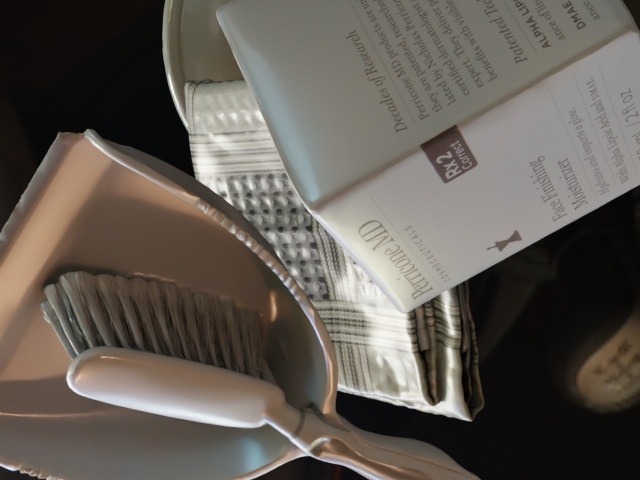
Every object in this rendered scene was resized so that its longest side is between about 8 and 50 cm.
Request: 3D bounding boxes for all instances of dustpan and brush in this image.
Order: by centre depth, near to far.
[{"bbox_3d":[-0.027,0.057,0.499,0.211,0.060,0.147,18,123,-30],"label":"dustpan and brush"}]

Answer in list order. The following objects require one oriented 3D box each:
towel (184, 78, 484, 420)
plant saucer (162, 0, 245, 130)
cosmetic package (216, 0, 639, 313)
[{"bbox_3d":[0.000,0.000,1.200,0.324,0.056,0.312,4,106,44],"label":"towel"},{"bbox_3d":[0.013,-0.239,1.532,0.100,0.400,0.400,20,144,53],"label":"plant saucer"},{"bbox_3d":[0.071,-0.085,0.728,0.184,0.151,0.151,-30,148,8],"label":"cosmetic package"}]
